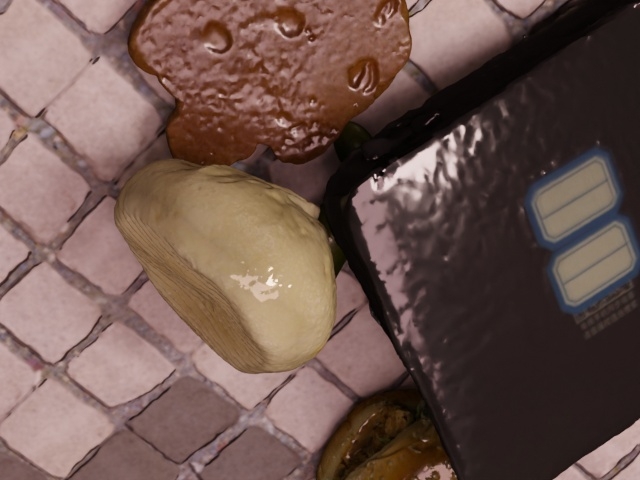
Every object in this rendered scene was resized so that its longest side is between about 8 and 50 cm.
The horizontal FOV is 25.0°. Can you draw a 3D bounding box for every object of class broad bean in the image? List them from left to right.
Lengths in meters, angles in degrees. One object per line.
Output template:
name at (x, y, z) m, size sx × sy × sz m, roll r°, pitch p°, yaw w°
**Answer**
broad bean at (0.000, 0.000, 1.246) m, size 0.070 × 0.048 × 0.214 m, roll 21°, pitch 104°, yaw -7°

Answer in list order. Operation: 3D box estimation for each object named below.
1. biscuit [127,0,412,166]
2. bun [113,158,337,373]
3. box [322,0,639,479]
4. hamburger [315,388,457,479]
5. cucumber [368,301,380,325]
biscuit at (-0.032, -0.173, 1.163) m, size 0.208 × 0.041 × 0.290 m, roll 30°, pitch 107°, yaw -22°
bun at (-0.063, 0.007, 1.157) m, size 0.127 × 0.222 × 0.222 m, roll -40°, pitch 118°, yaw -15°
box at (0.203, 0.008, 1.214) m, size 0.359 × 0.091 × 0.350 m, roll -32°, pitch 112°, yaw -14°
hamburger at (0.096, 0.246, 1.342) m, size 0.189 × 0.122 × 0.215 m, roll 28°, pitch 109°, yaw -24°
cucumber at (0.086, 0.029, 1.271) m, size 0.064 × 0.064 × 0.112 m, roll 18°, pitch 110°, yaw -19°
